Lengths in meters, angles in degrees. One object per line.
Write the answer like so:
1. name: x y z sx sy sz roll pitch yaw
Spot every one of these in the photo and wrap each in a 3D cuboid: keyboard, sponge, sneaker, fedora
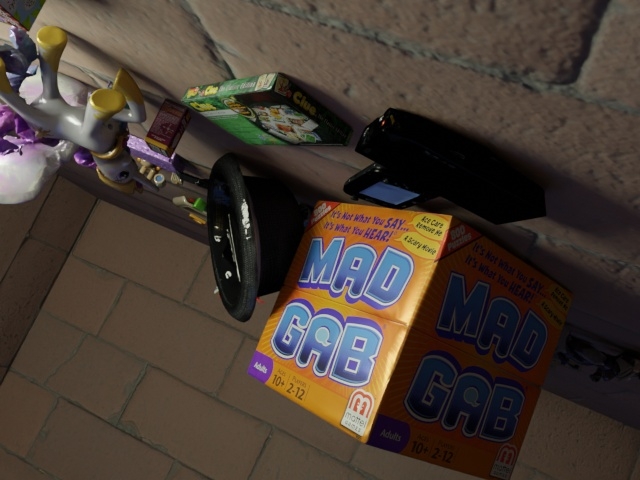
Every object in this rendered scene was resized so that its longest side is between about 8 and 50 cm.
1. keyboard: -0.249 -0.137 1.537 0.192 0.038 0.100 18 -172 -25
2. sponge: -0.437 -0.222 1.549 0.210 0.031 0.117 23 172 5
3. sneaker: -0.075 -0.056 1.459 0.162 0.063 0.073 18 172 38
4. fedora: -0.121 -0.011 1.268 0.153 0.334 0.334 -6 -177 -22

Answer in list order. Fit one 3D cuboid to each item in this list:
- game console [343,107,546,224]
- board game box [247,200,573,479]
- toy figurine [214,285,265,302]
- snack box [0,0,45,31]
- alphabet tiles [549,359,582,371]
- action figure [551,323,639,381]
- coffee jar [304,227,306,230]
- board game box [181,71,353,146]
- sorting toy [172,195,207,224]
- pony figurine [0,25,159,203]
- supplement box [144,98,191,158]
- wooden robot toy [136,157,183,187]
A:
1. game console: 0.131 -0.075 0.855 0.213 0.044 0.361 26 172 -9
2. board game box: 0.157 0.170 1.147 0.356 0.356 0.356 28 171 -34
3. toy figurine: -0.225 0.025 2.139 0.191 0.217 0.362 7 -150 16
4. snack box: -0.449 -0.346 0.734 0.174 0.070 0.207 22 170 14
5. alphabet tiles: 0.496 0.248 1.622 0.343 0.011 0.285 16 156 22
6. action figure: 0.608 0.264 1.402 0.285 0.099 0.185 19 165 16
7. coffee jar: 0.000 0.000 1.522 0.096 0.079 0.184 27 170 -37
8. board game box: -0.082 -0.176 0.887 0.136 0.030 0.260 28 171 -36
9. sorting toy: -0.385 -0.096 2.108 0.196 0.047 0.348 33 168 -22
10. pony figurine: -0.456 -0.203 1.094 0.351 0.302 0.363 17 156 -4
11. supplement box: -0.260 -0.190 1.087 0.043 0.083 0.055 24 171 0
12. wooden robot toy: -0.444 -0.188 1.658 0.173 0.076 0.079 24 160 4
